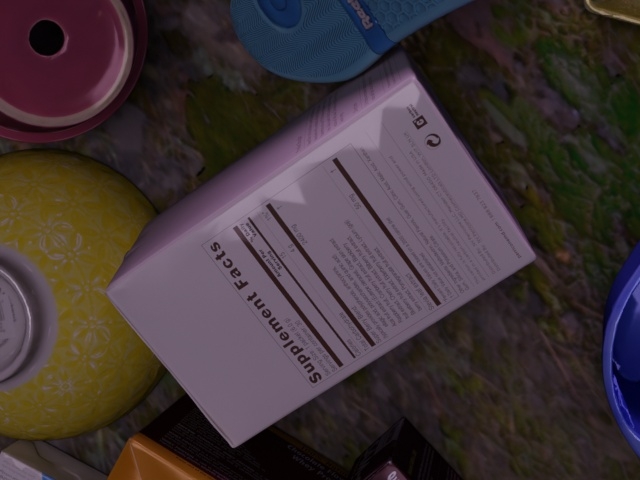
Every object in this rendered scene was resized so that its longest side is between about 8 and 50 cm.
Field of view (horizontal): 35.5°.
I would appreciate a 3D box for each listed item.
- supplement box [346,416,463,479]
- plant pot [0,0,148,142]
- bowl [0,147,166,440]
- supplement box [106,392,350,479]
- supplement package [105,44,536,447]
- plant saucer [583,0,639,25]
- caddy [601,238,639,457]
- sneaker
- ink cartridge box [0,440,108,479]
[{"bbox_3d":[0.125,0.283,0.891,0.073,0.130,0.239,-43,87,12],"label":"supplement box"},{"bbox_3d":[-0.235,-0.172,0.839,0.201,0.180,0.201,-6,108,-19],"label":"plant pot"},{"bbox_3d":[-0.284,0.062,0.925,0.289,0.156,0.290,1,97,9],"label":"bowl"},{"bbox_3d":[-0.084,0.248,0.890,0.191,0.194,0.129,30,101,5],"label":"supplement box"},{"bbox_3d":[0.000,0.000,0.842,0.293,0.177,0.175,-33,105,12],"label":"supplement package"},{"bbox_3d":[0.336,-0.258,0.835,0.188,0.045,0.188,18,99,7],"label":"plant saucer"},{"bbox_3d":[0.372,0.048,0.796,0.241,0.179,0.341,30,100,4],"label":"caddy"},{"bbox_3d":[0.078,-0.247,0.852,0.319,0.208,0.127,-11,116,46],"label":"sneaker"},{"bbox_3d":[-0.295,0.301,1.001,0.104,0.060,0.180,26,100,6],"label":"ink cartridge box"}]
